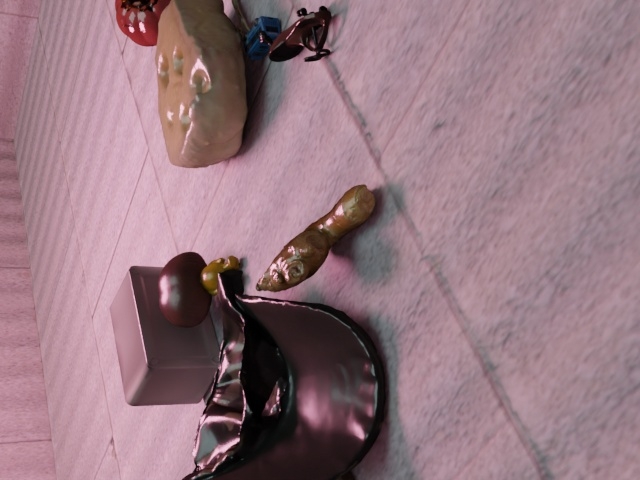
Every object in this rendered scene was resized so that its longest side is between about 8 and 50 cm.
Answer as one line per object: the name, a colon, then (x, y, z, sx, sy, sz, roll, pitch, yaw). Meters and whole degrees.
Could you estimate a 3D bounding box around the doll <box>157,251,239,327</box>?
doll: (-0.228, 0.094, 1.535, 0.188, 0.096, 0.145, 5, 83, 31)

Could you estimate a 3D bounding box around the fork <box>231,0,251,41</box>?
fork: (-0.158, -0.436, 1.540, 0.034, 0.029, 0.219, -64, 37, 41)

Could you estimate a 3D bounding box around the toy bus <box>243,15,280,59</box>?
toy bus: (-0.102, -0.353, 1.426, 0.083, 0.038, 0.045, -36, 60, 55)

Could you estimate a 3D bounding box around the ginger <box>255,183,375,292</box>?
ginger: (0.000, 0.001, 1.148, 0.059, 0.133, 0.214, 47, 135, -4)

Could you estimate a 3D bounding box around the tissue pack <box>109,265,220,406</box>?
tissue pack: (-0.309, 0.185, 1.625, 0.136, 0.160, 0.246, -57, 40, 39)

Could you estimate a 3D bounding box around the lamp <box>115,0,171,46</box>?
lamp: (-0.355, -0.503, 1.777, 0.182, 0.140, 0.181, -5, 71, 16)

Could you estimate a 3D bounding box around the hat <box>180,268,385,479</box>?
hat: (-0.056, 0.238, 1.225, 0.382, 0.257, 0.366, 7, 76, 26)

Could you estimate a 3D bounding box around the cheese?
cheese: (-0.229, -0.296, 1.533, 0.318, 0.115, 0.326, -159, 66, -65)

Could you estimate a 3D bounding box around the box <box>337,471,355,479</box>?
box: (0.019, 0.355, 1.165, 0.053, 0.024, 0.083, 53, 134, 48)

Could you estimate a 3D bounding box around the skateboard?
skateboard: (-0.031, -0.312, 1.282, 0.151, 0.067, 0.080, -16, 83, 55)
